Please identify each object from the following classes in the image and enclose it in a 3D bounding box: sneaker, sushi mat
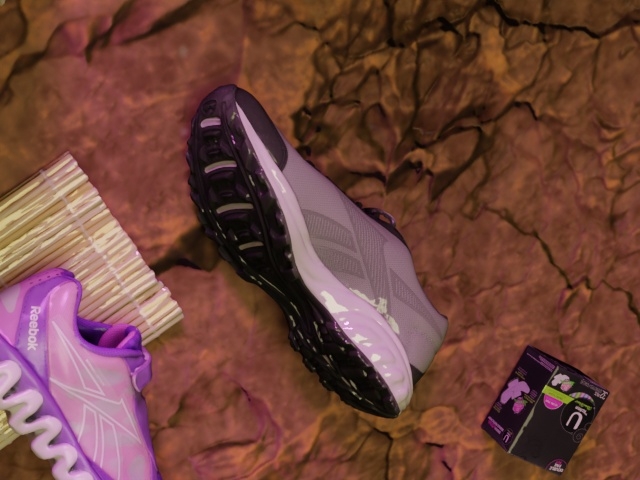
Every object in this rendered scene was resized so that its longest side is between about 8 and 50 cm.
[{"bbox_3d":[-0.151,0.114,0.730,0.104,0.095,0.236,-39,115,-14],"label":"sneaker"},{"bbox_3d":[0.000,0.000,0.772,0.108,0.100,0.271,-45,113,-29],"label":"sneaker"},{"bbox_3d":[-0.261,0.088,0.739,0.317,0.019,0.151,-36,115,-6],"label":"sushi mat"}]

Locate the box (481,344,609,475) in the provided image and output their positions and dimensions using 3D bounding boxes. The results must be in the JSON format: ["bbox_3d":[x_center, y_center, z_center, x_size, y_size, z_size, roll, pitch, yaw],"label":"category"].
[{"bbox_3d":[0.187,0.142,0.889,0.062,0.052,0.083,27,96,-22],"label":"box"}]

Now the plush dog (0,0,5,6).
[{"bbox_3d":[-0.277,-0.192,0.589,0.226,0.210,0.262,-8,80,-2],"label":"plush dog"}]
